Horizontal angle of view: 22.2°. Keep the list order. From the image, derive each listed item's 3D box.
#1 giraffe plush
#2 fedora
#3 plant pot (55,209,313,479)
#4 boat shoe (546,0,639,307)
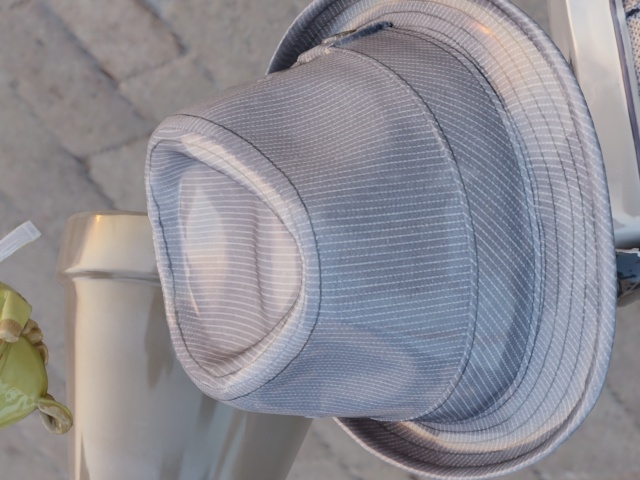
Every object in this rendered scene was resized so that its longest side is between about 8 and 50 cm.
[{"bbox_3d":[-0.287,0.092,1.285,0.210,0.181,0.170,-23,139,-3],"label":"giraffe plush"},{"bbox_3d":[0.000,0.000,0.751,0.275,0.124,0.244,14,111,60],"label":"fedora"},{"bbox_3d":[-0.128,0.145,1.635,0.323,0.280,0.323,10,168,2],"label":"plant pot"},{"bbox_3d":[0.227,-0.127,0.998,0.158,0.341,0.127,-5,161,3],"label":"boat shoe"}]
